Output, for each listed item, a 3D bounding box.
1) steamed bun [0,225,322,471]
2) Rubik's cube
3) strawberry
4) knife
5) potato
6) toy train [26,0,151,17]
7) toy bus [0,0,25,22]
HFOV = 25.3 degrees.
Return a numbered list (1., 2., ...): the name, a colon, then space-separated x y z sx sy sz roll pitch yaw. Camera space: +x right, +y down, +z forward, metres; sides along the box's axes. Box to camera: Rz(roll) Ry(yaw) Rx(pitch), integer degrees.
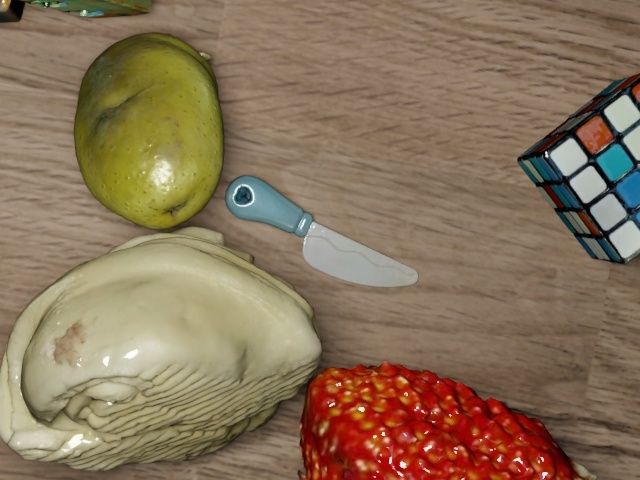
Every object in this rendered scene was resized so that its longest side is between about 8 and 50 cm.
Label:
1. steamed bun: -0.179 0.099 1.493 0.324 0.310 0.219 1 61 -36
2. Rubik's cube: 0.334 -0.080 1.595 0.155 0.151 0.154 -37 93 -3
3. strawberry: 0.115 0.284 1.548 0.343 0.292 0.292 34 89 10
4. knife: -0.002 0.002 1.635 0.244 0.032 0.058 31 87 -9
5. potato: -0.181 -0.118 1.530 0.169 0.248 0.143 -33 137 19
6. toy train: -0.253 -0.280 1.524 0.099 0.188 0.072 3 93 19
7. toy bus: -0.481 -0.316 1.521 0.323 0.162 0.194 -5 95 -6
